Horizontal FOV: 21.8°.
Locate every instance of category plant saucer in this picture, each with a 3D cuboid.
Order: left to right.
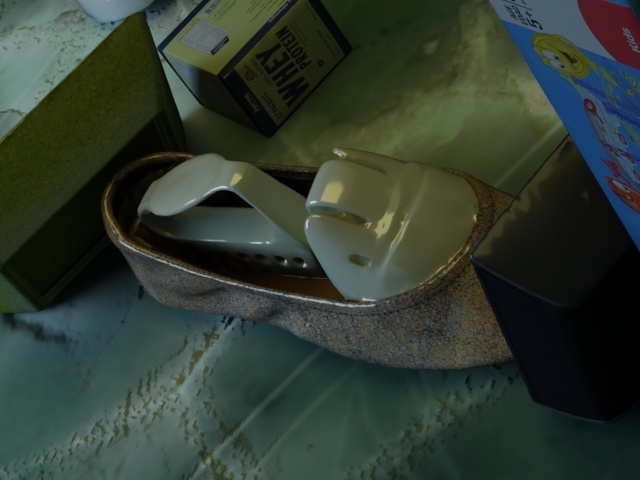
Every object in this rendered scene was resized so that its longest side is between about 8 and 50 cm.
[{"bbox_3d":[-0.148,-0.030,1.000,0.045,0.188,0.188,43,81,10],"label":"plant saucer"}]

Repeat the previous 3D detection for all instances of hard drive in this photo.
[{"bbox_3d":[0.178,-0.039,0.739,0.054,0.172,0.254,36,78,31],"label":"hard drive"}]

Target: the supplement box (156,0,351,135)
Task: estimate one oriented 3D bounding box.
[{"bbox_3d":[-0.043,-0.124,1.069,0.083,0.056,0.083,-48,40,-11],"label":"supplement box"}]

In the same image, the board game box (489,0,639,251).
[{"bbox_3d":[0.239,-0.100,0.635,0.302,0.308,0.086,-46,39,-11],"label":"board game box"}]

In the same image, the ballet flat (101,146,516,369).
[{"bbox_3d":[0.000,0.000,0.878,0.316,0.106,0.107,2,54,38],"label":"ballet flat"}]

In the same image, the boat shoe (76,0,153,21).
[{"bbox_3d":[-0.171,-0.269,1.280,0.096,0.088,0.267,-26,41,14],"label":"boat shoe"}]
